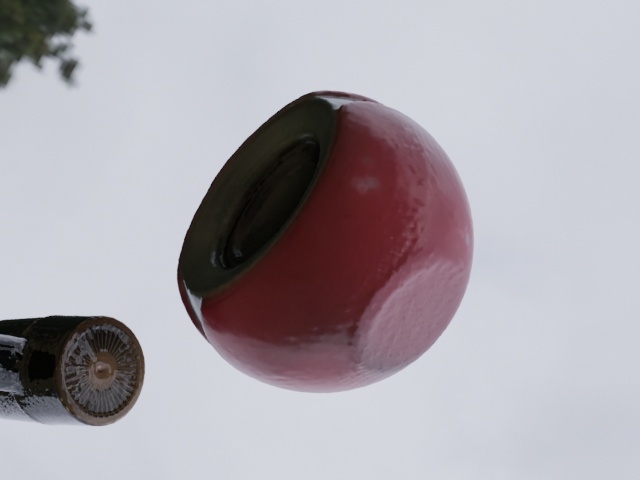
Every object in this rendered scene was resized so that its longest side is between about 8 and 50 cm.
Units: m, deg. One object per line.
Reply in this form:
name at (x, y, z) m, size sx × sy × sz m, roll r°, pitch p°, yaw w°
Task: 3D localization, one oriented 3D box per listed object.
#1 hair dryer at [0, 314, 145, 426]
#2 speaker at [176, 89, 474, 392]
hair dryer at (-0.357, 0.103, 1.679) m, size 0.189 × 0.352 × 0.107 m, roll -4°, pitch -104°, yaw 49°
speaker at (0.000, 0.000, 1.736) m, size 0.294 × 0.294 × 0.294 m, roll -15°, pitch -116°, yaw 32°
